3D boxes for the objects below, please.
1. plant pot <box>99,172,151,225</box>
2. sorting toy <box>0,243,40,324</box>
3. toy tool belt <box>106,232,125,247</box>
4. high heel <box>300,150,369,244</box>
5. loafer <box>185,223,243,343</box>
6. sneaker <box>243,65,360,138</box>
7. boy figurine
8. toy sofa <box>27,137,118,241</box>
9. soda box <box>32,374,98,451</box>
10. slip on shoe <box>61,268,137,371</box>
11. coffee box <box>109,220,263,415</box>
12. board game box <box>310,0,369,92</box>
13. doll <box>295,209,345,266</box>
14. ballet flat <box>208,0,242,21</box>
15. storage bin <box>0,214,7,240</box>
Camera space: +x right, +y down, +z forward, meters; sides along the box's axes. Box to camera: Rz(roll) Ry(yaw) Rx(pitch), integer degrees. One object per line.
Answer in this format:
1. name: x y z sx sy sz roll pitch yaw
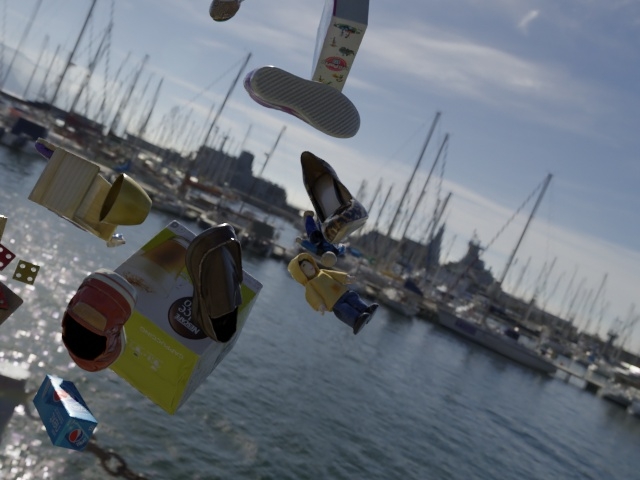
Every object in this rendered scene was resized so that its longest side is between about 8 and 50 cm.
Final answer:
1. plant pot: -0.485 -0.090 1.766 0.095 0.134 0.134 27 0 -27
2. sorting toy: -0.722 0.125 1.483 0.132 0.274 0.046 43 -29 -8
3. toy tool belt: -0.673 -0.008 2.304 0.052 0.051 0.083 -4 9 19
4. high heel: 0.006 -0.091 1.304 0.186 0.093 0.261 55 5 -1
5. loafer: -0.231 0.111 1.669 0.134 0.366 0.130 -26 54 -27
6. sneaker: -0.047 -0.325 1.627 0.282 0.102 0.161 26 -3 -22
7. boy figurine: 0.031 0.139 2.000 0.285 0.092 0.177 40 48 16
8. toy sofa: -0.637 -0.121 1.817 0.177 0.150 0.362 25 -9 2
9. soda box: -0.553 0.368 1.504 0.067 0.071 0.210 29 -2 -37
10. slip on shoe: -0.389 0.157 1.174 0.123 0.101 0.331 35 -35 -5
11. coffee box: -0.427 0.224 2.024 0.338 0.338 0.334 35 43 6
12. board game box: 0.052 -0.571 1.867 0.098 0.224 0.303 10 -25 -7
13. doll: 0.000 0.000 1.714 0.129 0.046 0.189 7 37 -22
14. ballet flat: -0.217 -0.589 1.667 0.073 0.067 0.206 10 39 3
15. storage bin: -1.060 0.020 1.977 0.123 0.260 0.262 17 0 21
